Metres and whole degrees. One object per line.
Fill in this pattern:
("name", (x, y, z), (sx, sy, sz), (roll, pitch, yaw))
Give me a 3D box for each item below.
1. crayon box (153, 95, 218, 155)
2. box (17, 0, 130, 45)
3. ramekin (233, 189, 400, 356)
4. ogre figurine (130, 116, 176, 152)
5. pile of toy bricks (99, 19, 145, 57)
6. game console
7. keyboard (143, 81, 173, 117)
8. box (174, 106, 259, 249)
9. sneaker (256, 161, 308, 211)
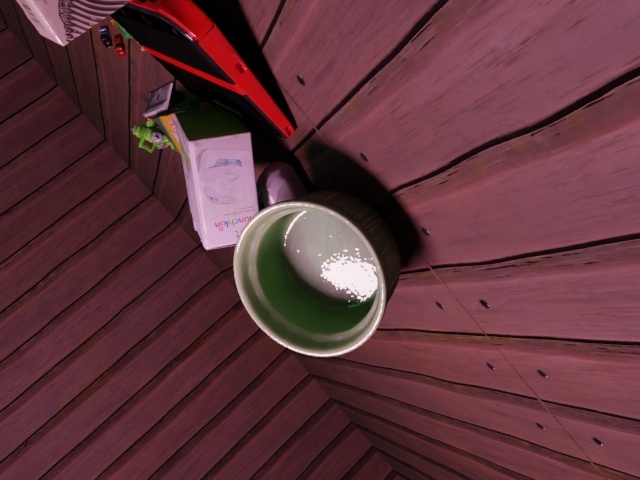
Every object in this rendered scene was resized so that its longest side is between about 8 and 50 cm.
("crayon box", (-0.306, -0.267, 1.559), (0.165, 0.081, 0.278), (55, 161, -22))
("box", (-0.329, -0.423, 0.951), (0.094, 0.275, 0.113), (32, 158, 40))
("ramekin", (0.003, 0.051, 1.179), (0.304, 0.148, 0.303), (9, 112, 23))
("ogre figurine", (-0.458, -0.296, 1.790), (0.118, 0.096, 0.197), (7, -150, -48))
("pile of toy bricks", (-0.435, -0.502, 1.360), (0.212, 0.118, 0.105), (77, 180, -74))
("game console", (-0.244, -0.356, 1.187), (0.387, 0.060, 0.342), (33, 175, 42))
("keyboard", (-0.437, -0.375, 1.677), (0.014, 0.072, 0.256), (19, 177, -28))
("box", (-0.222, -0.139, 1.318), (0.262, 0.127, 0.231), (-130, 32, -61))
("sneaker", (0.000, 0.000, 1.337), (0.210, 0.137, 0.365), (16, 136, 40))
